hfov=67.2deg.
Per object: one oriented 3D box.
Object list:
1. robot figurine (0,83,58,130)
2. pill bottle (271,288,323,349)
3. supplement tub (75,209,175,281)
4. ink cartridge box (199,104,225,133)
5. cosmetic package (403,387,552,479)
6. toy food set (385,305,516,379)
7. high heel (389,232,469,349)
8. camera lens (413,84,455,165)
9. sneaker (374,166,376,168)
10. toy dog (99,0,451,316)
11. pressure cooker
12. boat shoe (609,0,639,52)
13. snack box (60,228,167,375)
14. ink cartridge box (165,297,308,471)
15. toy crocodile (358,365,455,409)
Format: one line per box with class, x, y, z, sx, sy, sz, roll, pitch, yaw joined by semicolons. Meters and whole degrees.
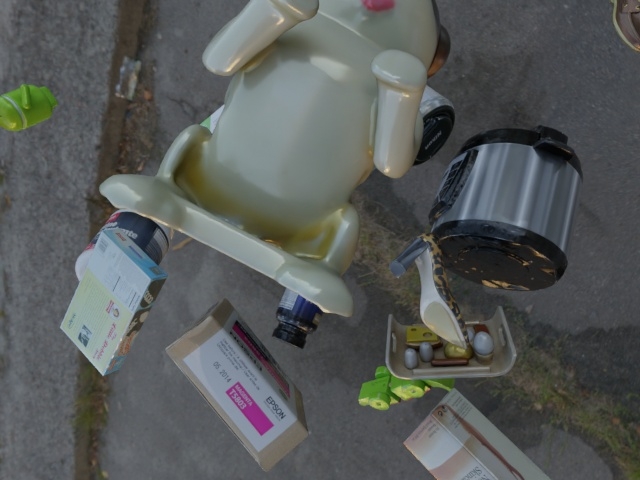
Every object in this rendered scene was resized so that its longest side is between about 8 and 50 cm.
robot figurine;-0.552;-0.245;0.895;0.101;0.115;0.067;-11;116;42
pill bottle;-0.050;0.181;1.329;0.122;0.123;0.219;11;71;36
supplement tub;-0.549;0.026;1.383;0.191;0.272;0.191;5;131;6
ink cartridge box;-0.239;-0.238;1.410;0.198;0.114;0.273;-22;85;41
cosmetic package;0.359;0.513;1.106;0.296;0.129;0.153;41;129;23
toy food set;0.326;0.247;1.246;0.306;0.220;0.092;-5;114;12
high heel;0.289;0.105;1.115;0.261;0.186;0.093;53;138;2
camera lens;0.238;-0.369;1.423;0.274;0.219;0.219;48;122;30
sneaker;-0.014;-0.228;1.268;0.208;0.319;0.127;60;161;14
toy dog;0.008;-0.157;0.599;0.284;0.395;0.408;28;91;6
pressure cooker;0.528;-0.108;1.366;0.369;0.375;0.421;5;64;41
boat shoe;0.588;-0.433;0.899;0.060;0.064;0.178;132;145;-62
snack box;-0.516;0.155;1.190;0.187;0.060;0.322;40;112;17
ink cartridge box;-0.125;0.217;0.778;0.088;0.193;0.235;-38;95;-5
toy crocodile;0.240;0.427;1.418;0.105;0.115;0.340;40;131;-17
